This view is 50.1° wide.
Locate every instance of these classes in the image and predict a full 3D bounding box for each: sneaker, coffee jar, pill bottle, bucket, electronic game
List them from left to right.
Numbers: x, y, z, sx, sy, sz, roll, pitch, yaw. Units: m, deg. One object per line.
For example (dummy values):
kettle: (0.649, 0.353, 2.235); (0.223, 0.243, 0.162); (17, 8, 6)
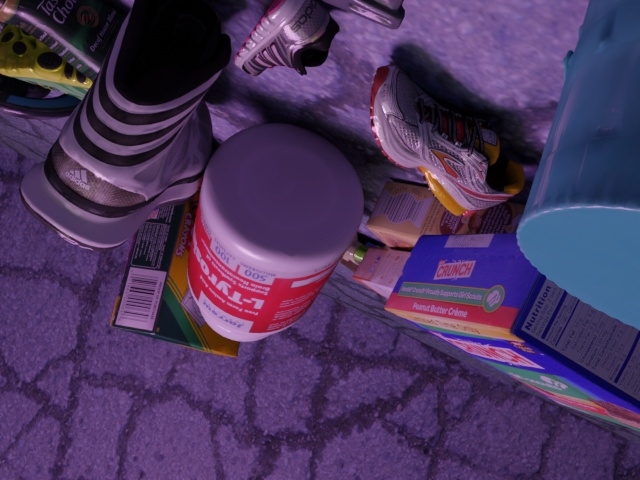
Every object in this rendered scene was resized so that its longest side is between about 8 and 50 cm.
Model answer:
electronic game: (-0.495, -0.269, 1.142); (0.229, 0.048, 0.229); (18, -148, -11)
coffee jar: (-0.327, -0.284, 0.855); (0.184, 0.096, 0.079); (31, 165, -31)
sneaker: (-0.400, -0.268, 1.070); (0.296, 0.109, 0.123); (22, 168, 25)
sneaker: (-0.173, -0.176, 0.852); (0.169, 0.257, 0.447); (36, -158, -11)
pill bottle: (-0.093, 0.016, 1.100); (0.229, 0.229, 0.407); (26, 149, -1)
sneaker: (-0.033, -0.194, 0.687); (0.075, 0.063, 0.170); (35, 163, -14)
sneaker: (0.134, -0.110, 0.713); (0.093, 0.088, 0.225); (-14, 143, 42)
bucket: (0.267, -0.039, 0.415); (0.281, 0.183, 0.281); (26, 170, 5)

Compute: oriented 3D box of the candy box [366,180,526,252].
candy box: (0.243, 0.012, 0.981); (0.317, 0.087, 0.183); (16, 166, 43)

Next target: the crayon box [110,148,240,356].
crayon box: (-0.236, 0.027, 1.354); (0.106, 0.362, 0.313); (6, 166, 24)

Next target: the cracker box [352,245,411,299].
cracker box: (0.164, 0.079, 1.036); (0.156, 0.067, 0.232); (32, 172, -17)

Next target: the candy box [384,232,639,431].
candy box: (0.279, 0.112, 0.813); (0.317, 0.122, 0.268); (31, 170, -18)

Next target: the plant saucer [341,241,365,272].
plant saucer: (0.110, 0.058, 1.553); (0.278, 0.041, 0.278); (33, 174, 4)

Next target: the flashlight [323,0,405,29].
flashlight: (-0.070, -0.239, 0.471); (0.304, 0.103, 0.103); (25, -164, -3)

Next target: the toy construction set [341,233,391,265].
toy construction set: (0.000, 0.000, 1.323); (0.328, 0.151, 0.215); (14, 142, 18)
